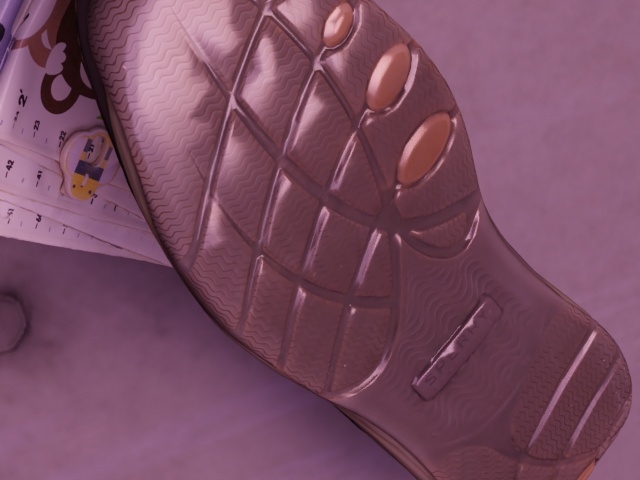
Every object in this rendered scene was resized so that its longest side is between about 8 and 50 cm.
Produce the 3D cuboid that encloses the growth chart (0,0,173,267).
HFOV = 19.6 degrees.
[{"bbox_3d":[-0.083,-0.064,0.774,0.237,0.021,0.172,6,105,-49],"label":"growth chart"}]

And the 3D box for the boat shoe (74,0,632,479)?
[{"bbox_3d":[0.000,0.000,0.782,0.132,0.130,0.355,-47,129,-12],"label":"boat shoe"}]
